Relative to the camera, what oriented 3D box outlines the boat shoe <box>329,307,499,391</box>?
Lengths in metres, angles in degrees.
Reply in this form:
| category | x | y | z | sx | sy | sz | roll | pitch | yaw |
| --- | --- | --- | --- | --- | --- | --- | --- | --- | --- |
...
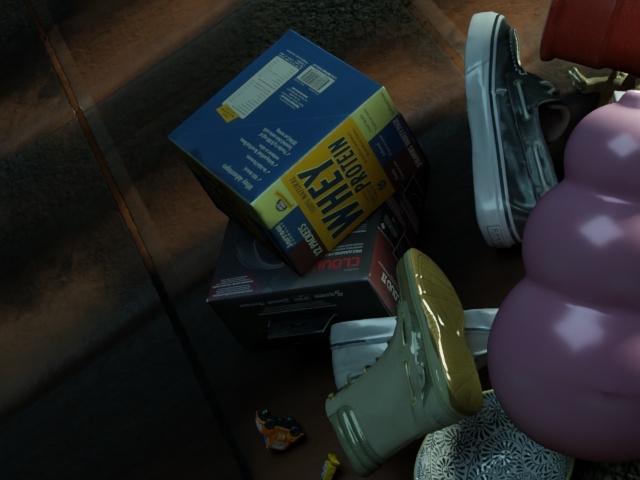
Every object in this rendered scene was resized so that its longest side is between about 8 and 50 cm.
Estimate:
| category | x | y | z | sx | sy | sz | roll | pitch | yaw |
| --- | --- | --- | --- | --- | --- | --- | --- | --- | --- |
| boat shoe | 0.138 | 0.125 | 1.578 | 0.268 | 0.096 | 0.088 | -5 | 80 | 15 |

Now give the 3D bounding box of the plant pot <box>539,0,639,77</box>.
| category | x | y | z | sx | sy | sz | roll | pitch | yaw |
| --- | --- | --- | --- | --- | --- | --- | --- | --- | --- |
| plant pot | 0.419 | -0.277 | 1.599 | 0.265 | 0.272 | 0.272 | 24 | 65 | 13 |

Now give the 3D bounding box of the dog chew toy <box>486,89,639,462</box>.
| category | x | y | z | sx | sy | sz | roll | pitch | yaw |
| --- | --- | --- | --- | --- | --- | --- | --- | --- | --- |
| dog chew toy | 0.269 | 0.029 | 1.321 | 0.207 | 0.207 | 0.331 | 19 | 106 | 42 |

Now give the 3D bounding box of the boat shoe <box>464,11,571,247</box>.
| category | x | y | z | sx | sy | sz | roll | pitch | yaw |
| --- | --- | --- | --- | --- | --- | --- | --- | --- | --- |
| boat shoe | 0.244 | -0.139 | 1.739 | 0.119 | 0.121 | 0.335 | -10 | 58 | 15 |

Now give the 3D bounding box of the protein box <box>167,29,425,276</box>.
| category | x | y | z | sx | sy | sz | roll | pitch | yaw |
| --- | --- | --- | --- | --- | --- | --- | --- | --- | --- |
| protein box | -0.030 | -0.106 | 1.687 | 0.201 | 0.136 | 0.200 | -42 | 44 | -9 |

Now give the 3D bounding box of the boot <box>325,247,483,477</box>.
| category | x | y | z | sx | sy | sz | roll | pitch | yaw |
| --- | --- | --- | --- | --- | --- | --- | --- | --- | --- |
| boot | 0.076 | 0.126 | 1.512 | 0.165 | 0.077 | 0.213 | -38 | 44 | 29 |

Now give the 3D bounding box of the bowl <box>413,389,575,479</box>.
| category | x | y | z | sx | sy | sz | roll | pitch | yaw |
| --- | --- | --- | --- | --- | --- | --- | --- | --- | --- |
| bowl | 0.186 | 0.240 | 1.447 | 0.170 | 0.080 | 0.170 | -17 | 46 | 19 |

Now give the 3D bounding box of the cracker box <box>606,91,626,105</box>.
| category | x | y | z | sx | sy | sz | roll | pitch | yaw |
| --- | --- | --- | --- | --- | --- | --- | --- | --- | --- |
| cracker box | 0.388 | -0.044 | 1.493 | 0.156 | 0.067 | 0.232 | 0 | 58 | -12 |

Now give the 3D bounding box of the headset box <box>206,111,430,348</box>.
| category | x | y | z | sx | sy | sz | roll | pitch | yaw |
| --- | --- | --- | --- | --- | --- | --- | --- | --- | --- |
| headset box | 0.000 | 0.000 | 1.757 | 0.218 | 0.110 | 0.293 | -8 | 49 | 26 |

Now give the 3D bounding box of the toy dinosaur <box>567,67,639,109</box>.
| category | x | y | z | sx | sy | sz | roll | pitch | yaw |
| --- | --- | --- | --- | --- | --- | --- | --- | --- | --- |
| toy dinosaur | 0.373 | -0.178 | 1.734 | 0.092 | 0.053 | 0.183 | -51 | 35 | 5 |

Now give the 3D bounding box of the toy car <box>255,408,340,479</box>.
| category | x | y | z | sx | sy | sz | roll | pitch | yaw |
| --- | --- | --- | --- | --- | --- | --- | --- | --- | --- |
| toy car | -0.033 | 0.234 | 1.615 | 0.122 | 0.060 | 0.040 | 39 | 111 | 53 |
